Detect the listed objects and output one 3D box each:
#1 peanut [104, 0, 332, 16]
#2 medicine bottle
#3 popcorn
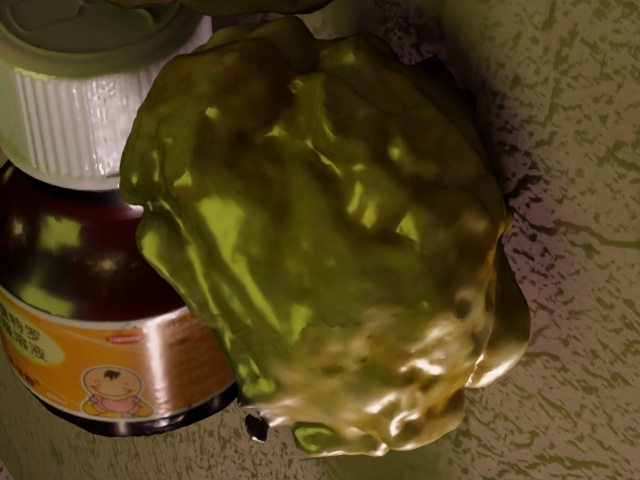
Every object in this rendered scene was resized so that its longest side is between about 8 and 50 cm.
[{"bbox_3d":[-0.071,-0.190,0.985,0.228,0.104,0.085,11,137,41],"label":"peanut"},{"bbox_3d":[-0.164,-0.044,1.203,0.242,0.242,0.395,43,150,38],"label":"medicine bottle"},{"bbox_3d":[0.000,0.000,0.956,0.286,0.215,0.252,58,150,1],"label":"popcorn"}]
